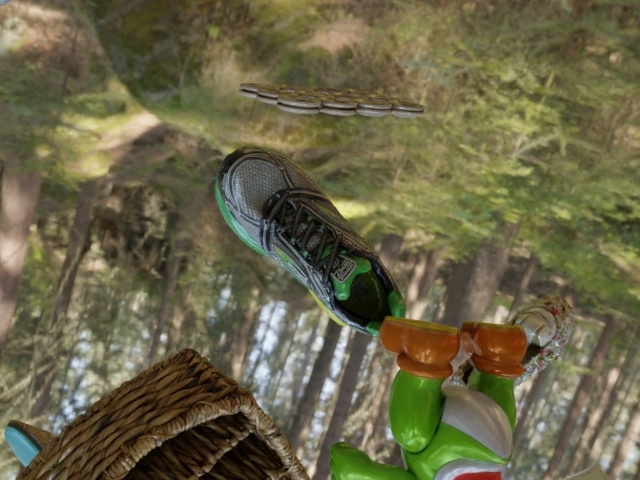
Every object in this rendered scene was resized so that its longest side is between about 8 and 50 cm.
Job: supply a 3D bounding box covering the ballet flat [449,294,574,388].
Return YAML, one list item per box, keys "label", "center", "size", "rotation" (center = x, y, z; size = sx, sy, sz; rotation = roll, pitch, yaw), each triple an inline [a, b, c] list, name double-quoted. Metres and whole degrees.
- label: "ballet flat"
  center: [0.276, 0.154, 1.163]
  size: [0.091, 0.241, 0.077]
  rotation: [39, 160, 28]

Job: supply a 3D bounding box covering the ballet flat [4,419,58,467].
- label: "ballet flat"
  center: [-0.362, 0.327, 1.173]
  size: [0.206, 0.073, 0.067]
  rotation: [52, -138, 1]

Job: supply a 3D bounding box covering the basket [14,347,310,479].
- label: "basket"
  center: [-0.175, 0.299, 0.945]
  size: [0.299, 0.213, 0.223]
  rotation: [-38, -122, -24]

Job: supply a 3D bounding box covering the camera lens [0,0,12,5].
- label: "camera lens"
  center: [-0.453, -0.347, 0.855]
  size: [0.274, 0.219, 0.219]
  rotation: [-10, -159, -16]

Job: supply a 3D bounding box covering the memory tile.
- label: "memory tile"
  center: [0.010, -0.125, 0.737]
  size: [0.148, 0.012, 0.113]
  rotation: [-4, -161, -32]

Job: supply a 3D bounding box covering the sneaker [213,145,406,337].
- label: "sneaker"
  center: [0.000, 0.000, 1.126]
  size: [0.343, 0.134, 0.146]
  rotation: [43, 172, -18]

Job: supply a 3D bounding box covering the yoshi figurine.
- label: "yoshi figurine"
  center: [0.126, 0.266, 0.904]
  size: [0.204, 0.362, 0.203]
  rotation: [1, 175, 27]

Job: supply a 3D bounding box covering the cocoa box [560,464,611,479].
- label: "cocoa box"
  center: [0.316, 0.518, 1.225]
  size: [0.228, 0.347, 0.231]
  rotation: [66, -171, 12]
